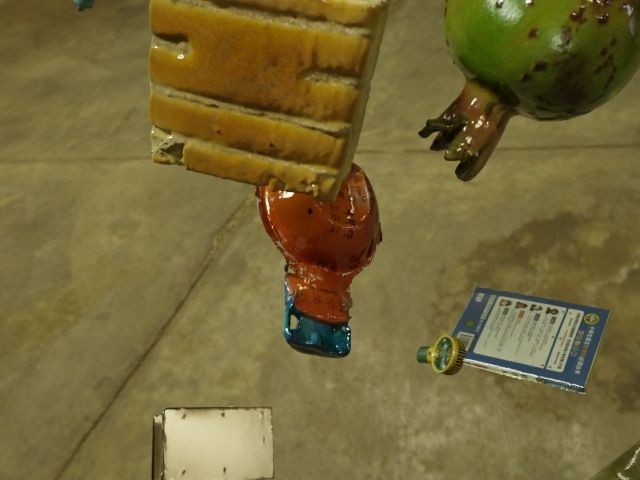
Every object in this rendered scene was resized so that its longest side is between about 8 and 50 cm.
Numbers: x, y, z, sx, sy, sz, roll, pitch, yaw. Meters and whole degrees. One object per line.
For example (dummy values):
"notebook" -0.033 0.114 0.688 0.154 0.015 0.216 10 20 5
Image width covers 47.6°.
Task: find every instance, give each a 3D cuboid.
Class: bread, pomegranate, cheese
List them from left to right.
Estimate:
"bread" -0.068 -0.179 0.800 0.246 0.239 0.111 14 32 2
"cheese" 0.000 0.000 1.023 0.129 0.217 0.329 -35 47 50
"pomegranate" 0.217 -0.227 0.825 0.286 0.231 0.231 -30 34 11

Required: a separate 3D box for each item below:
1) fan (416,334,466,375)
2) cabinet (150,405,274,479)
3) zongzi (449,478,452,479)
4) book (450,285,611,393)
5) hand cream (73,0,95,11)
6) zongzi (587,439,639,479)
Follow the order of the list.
"fan" 0.254 0.244 1.544 0.155 0.039 0.082 -15 59 65
"cabinet" -0.219 0.407 1.452 0.215 0.175 0.148 4 72 -18
"zongzi" 0.275 0.705 1.697 0.286 0.138 0.300 -4 38 -21
"book" 0.616 0.283 2.175 0.428 0.039 0.300 10 48 33
"hand cream" -0.462 -0.573 1.497 0.048 0.224 0.083 14 37 -30
"zongzi" 0.703 0.620 1.550 0.418 0.181 0.447 -52 9 11
